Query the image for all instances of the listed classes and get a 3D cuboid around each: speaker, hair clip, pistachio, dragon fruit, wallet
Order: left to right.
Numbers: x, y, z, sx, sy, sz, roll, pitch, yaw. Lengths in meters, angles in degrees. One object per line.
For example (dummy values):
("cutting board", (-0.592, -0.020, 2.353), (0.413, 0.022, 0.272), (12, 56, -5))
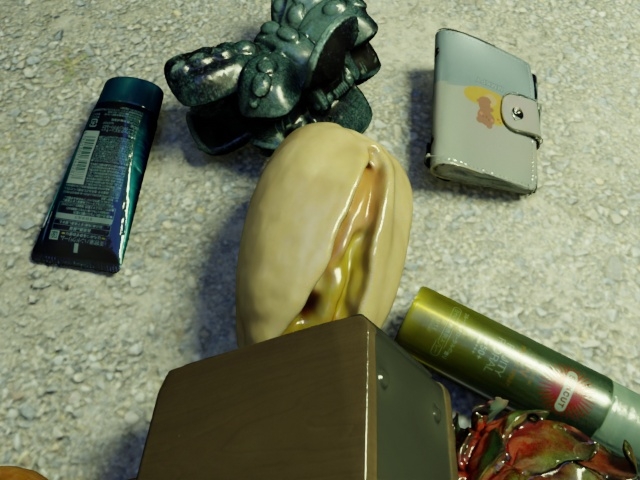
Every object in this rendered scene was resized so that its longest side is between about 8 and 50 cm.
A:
("hair clip", (-0.039, -0.228, 0.736), (0.206, 0.194, 0.310), (33, 69, 29))
("speaker", (-0.022, 0.190, 0.459), (0.231, 0.153, 0.192), (-20, 47, 29))
("pistachio", (0.000, 0.000, 0.620), (0.187, 0.187, 0.299), (16, 69, 8))
("wallet", (0.222, -0.171, 0.755), (0.170, 0.069, 0.231), (14, 66, -12))
("dragon fruit", (0.182, 0.234, 0.486), (0.182, 0.189, 0.182), (1, 88, -32))

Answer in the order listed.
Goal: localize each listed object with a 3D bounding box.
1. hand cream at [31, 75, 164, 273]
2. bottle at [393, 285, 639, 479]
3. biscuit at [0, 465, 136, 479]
("hand cream", (-0.283, -0.092, 0.726), (0.120, 0.061, 0.270), (8, 68, 6))
("bottle", (0.220, 0.147, 0.582), (0.286, 0.082, 0.082), (27, 66, 13))
("biscuit", (-0.316, 0.377, 0.469), (0.455, 0.078, 0.349), (5, 60, 2))
